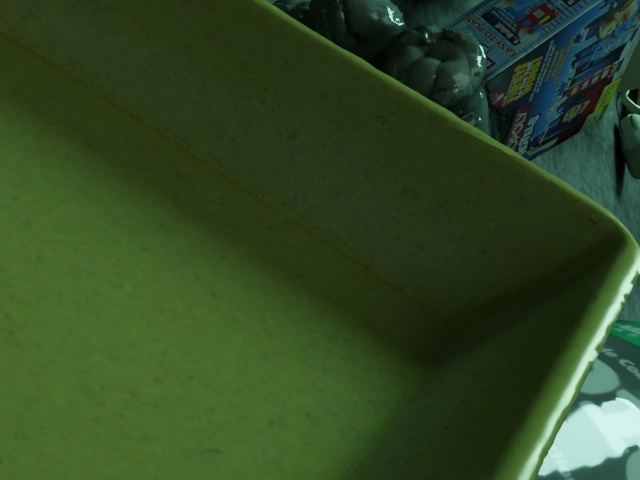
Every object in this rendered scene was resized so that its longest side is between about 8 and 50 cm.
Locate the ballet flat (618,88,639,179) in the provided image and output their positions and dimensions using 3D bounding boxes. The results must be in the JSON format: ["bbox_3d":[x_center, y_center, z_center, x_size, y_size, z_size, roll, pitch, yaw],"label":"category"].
[{"bbox_3d":[0.370,-0.141,1.331,0.052,0.057,0.168,31,49,-19],"label":"ballet flat"}]

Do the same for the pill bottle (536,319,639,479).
[{"bbox_3d":[0.119,0.146,0.584,0.361,0.204,0.204,-2,85,-43],"label":"pill bottle"}]

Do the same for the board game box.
[{"bbox_3d":[0.164,-0.139,0.882,0.194,0.060,0.194,-28,151,-27],"label":"board game box"}]

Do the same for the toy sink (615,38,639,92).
[{"bbox_3d":[0.330,-0.246,1.196,0.234,0.131,0.152,-27,108,-58],"label":"toy sink"}]

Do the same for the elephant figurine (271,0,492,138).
[{"bbox_3d":[0.000,0.000,0.618,0.169,0.186,0.239,124,-16,-71],"label":"elephant figurine"}]

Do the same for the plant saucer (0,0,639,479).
[{"bbox_3d":[-0.090,0.004,0.366,0.333,0.333,0.081,-42,162,-53],"label":"plant saucer"}]
